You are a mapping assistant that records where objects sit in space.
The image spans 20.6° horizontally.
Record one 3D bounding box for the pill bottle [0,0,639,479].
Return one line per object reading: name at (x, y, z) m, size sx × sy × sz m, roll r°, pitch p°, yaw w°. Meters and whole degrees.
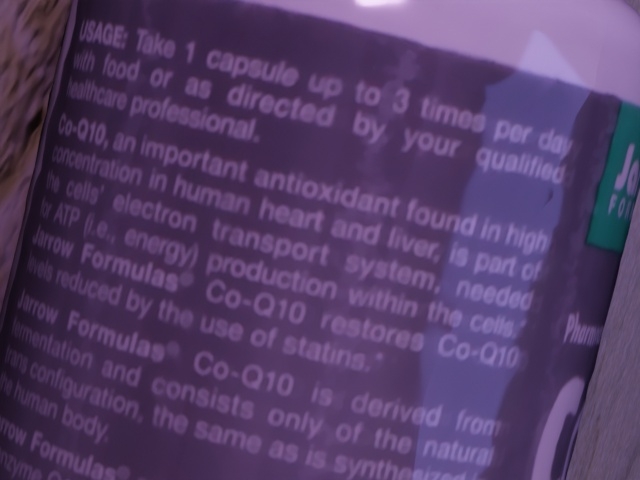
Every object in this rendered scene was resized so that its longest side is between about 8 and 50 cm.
pill bottle at (0.000, 0.000, 0.607) m, size 0.204 × 0.204 × 0.361 m, roll 4°, pitch 100°, yaw -70°
